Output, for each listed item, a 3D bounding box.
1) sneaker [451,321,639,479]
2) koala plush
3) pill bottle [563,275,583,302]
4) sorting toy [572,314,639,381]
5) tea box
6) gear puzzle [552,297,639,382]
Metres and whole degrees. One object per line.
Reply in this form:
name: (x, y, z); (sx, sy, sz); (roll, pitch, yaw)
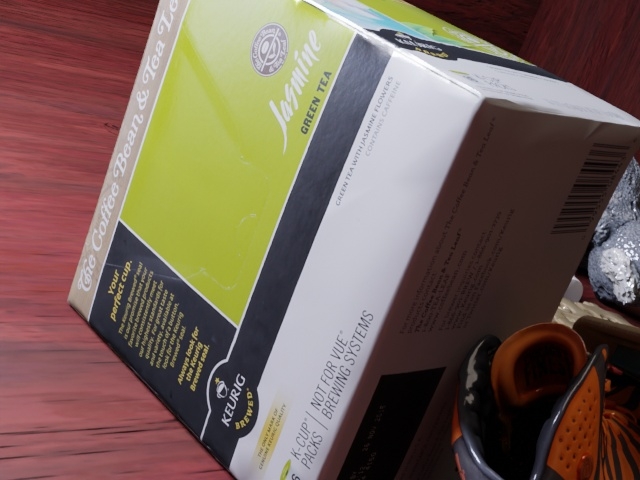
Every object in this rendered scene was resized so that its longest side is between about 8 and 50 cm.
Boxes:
sneaker: (0.192, 0.133, 0.755); (0.124, 0.180, 0.321); (0, 16, 29)
koala plush: (0.404, 0.005, 1.433); (0.196, 0.203, 0.221); (7, 36, -36)
pill bottle: (0.289, 0.043, 1.359); (0.065, 0.065, 0.116); (11, 22, -28)
sorting toy: (0.360, 0.149, 0.806); (0.307, 0.041, 0.229); (29, -7, -8)
tea box: (0.009, -0.016, 0.814); (0.220, 0.329, 0.323); (-1, 30, -47)
gear puzzle: (0.329, 0.123, 1.236); (0.339, 0.044, 0.175); (16, 18, -24)
